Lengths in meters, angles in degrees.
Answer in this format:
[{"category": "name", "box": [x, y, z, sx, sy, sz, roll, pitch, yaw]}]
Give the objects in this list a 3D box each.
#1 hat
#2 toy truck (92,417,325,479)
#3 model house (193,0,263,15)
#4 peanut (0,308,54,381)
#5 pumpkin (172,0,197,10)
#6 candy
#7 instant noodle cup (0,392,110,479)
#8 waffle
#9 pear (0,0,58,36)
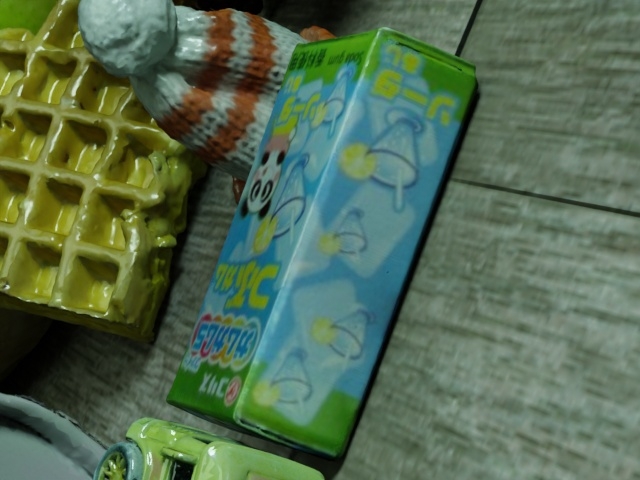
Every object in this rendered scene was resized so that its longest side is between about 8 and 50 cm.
[{"category": "hat", "box": [-0.057, -0.086, 0.917, 0.093, 0.162, 0.112, -38, 40, 42]}, {"category": "toy truck", "box": [-0.054, 0.176, 0.761, 0.116, 0.085, 0.191, 0, 70, 54]}, {"category": "model house", "box": [-0.032, -0.262, 1.032, 0.317, 0.297, 0.282, -118, 23, -43]}, {"category": "peanut", "box": [-0.285, 0.054, 1.271, 0.325, 0.153, 0.140, -34, 35, 39]}, {"category": "pumpkin", "box": [-0.127, -0.163, 1.265, 0.074, 0.054, 0.083, -55, 21, 13]}, {"category": "candy", "box": [0.000, 0.000, 0.841, 0.097, 0.062, 0.194, 4, 73, 64]}, {"category": "instant noodle cup", "box": [-0.198, 0.200, 0.898, 0.207, 0.217, 0.217, -44, 31, 27]}, {"category": "waffle", "box": [-0.172, -0.065, 1.113, 0.229, 0.057, 0.219, 13, 75, 26]}, {"category": "pear", "box": [-0.278, -0.141, 1.415, 0.399, 0.165, 0.399, -46, 31, 38]}]
